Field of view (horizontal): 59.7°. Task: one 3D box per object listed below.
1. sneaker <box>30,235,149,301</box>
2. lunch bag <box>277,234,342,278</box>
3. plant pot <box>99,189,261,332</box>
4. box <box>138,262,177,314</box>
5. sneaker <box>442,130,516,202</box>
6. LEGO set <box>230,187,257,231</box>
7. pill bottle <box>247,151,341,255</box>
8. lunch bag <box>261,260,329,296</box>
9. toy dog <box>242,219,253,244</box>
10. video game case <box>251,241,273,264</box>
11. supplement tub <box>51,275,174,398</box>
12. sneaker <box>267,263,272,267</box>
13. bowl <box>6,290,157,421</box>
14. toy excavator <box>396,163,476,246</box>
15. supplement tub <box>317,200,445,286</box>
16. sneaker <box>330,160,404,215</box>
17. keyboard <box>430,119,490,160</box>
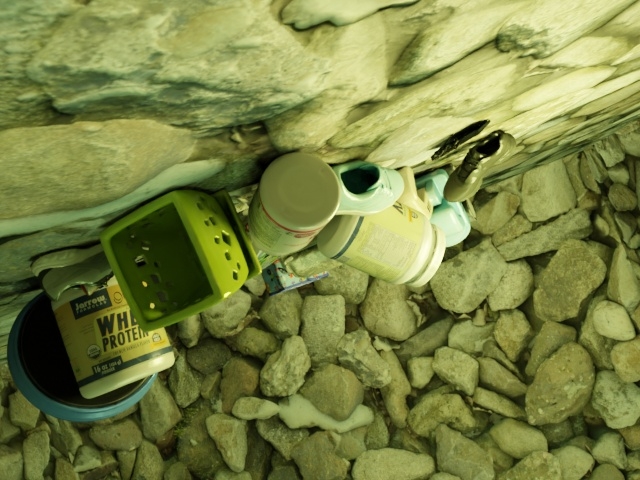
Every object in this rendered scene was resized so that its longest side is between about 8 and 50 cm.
[{"bbox_3d":[-0.478,0.057,1.225,0.272,0.108,0.100,-19,173,-33],"label":"sneaker"},{"bbox_3d":[0.000,0.000,1.901,0.305,0.212,0.256,-22,175,8],"label":"lunch bag"},{"bbox_3d":[-0.269,0.027,1.144,0.227,0.228,0.207,-23,-178,27],"label":"plant pot"},{"bbox_3d":[-0.552,0.179,1.787,0.294,0.182,0.296,-19,176,-8],"label":"box"},{"bbox_3d":[0.489,-0.242,1.779,0.286,0.109,0.130,-51,153,18],"label":"sneaker"},{"bbox_3d":[-0.185,-0.080,1.385,0.182,0.060,0.244,-22,163,13],"label":"LEGO set"},{"bbox_3d":[-0.069,-0.063,1.190,0.160,0.160,0.283,-19,171,-19],"label":"pill bottle"},{"bbox_3d":[-0.099,0.075,2.272,0.293,0.221,0.138,-17,173,-38],"label":"lunch bag"},{"bbox_3d":[-0.293,0.055,1.636,0.334,0.161,0.220,-16,174,-41],"label":"toy dog"},{"bbox_3d":[-0.090,-0.023,1.559,0.300,0.036,0.329,-35,171,-34],"label":"video game case"},{"bbox_3d":[-0.514,0.198,1.365,0.228,0.316,0.228,-22,174,-3],"label":"supplement tub"},{"bbox_3d":[-0.293,0.051,1.898,0.283,0.110,0.122,-6,-150,1],"label":"sneaker"},{"bbox_3d":[-0.608,0.276,1.482,0.391,0.391,0.077,-16,164,-40],"label":"bowl"},{"bbox_3d":[0.375,-0.118,1.929,0.222,0.433,0.445,-22,-157,22],"label":"toy excavator"},{"bbox_3d":[0.179,-0.010,1.651,0.325,0.235,0.235,23,158,-17],"label":"supplement tub"},{"bbox_3d":[0.125,-0.137,1.422,0.366,0.135,0.150,-17,177,-45],"label":"sneaker"},{"bbox_3d":[0.373,-0.281,1.540,0.100,0.038,0.192,-45,-171,-34],"label":"keyboard"}]
